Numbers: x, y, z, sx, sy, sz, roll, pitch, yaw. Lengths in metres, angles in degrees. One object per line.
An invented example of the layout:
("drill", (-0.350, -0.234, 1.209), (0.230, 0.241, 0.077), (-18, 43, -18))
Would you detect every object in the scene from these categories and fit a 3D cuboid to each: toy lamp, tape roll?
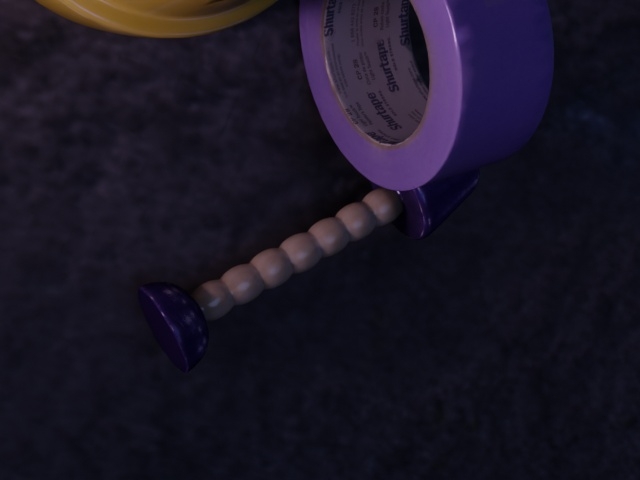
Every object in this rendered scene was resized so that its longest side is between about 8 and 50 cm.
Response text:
("toy lamp", (0.000, 0.000, 0.832), (0.274, 0.080, 0.080), (-31, 115, -20))
("tape roll", (0.067, -0.135, 0.767), (0.080, 0.189, 0.189), (-18, 111, -29))

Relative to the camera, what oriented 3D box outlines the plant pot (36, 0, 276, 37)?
("plant pot", (-0.069, -0.241, 0.638), (0.253, 0.239, 0.254), (-8, 106, -28))
